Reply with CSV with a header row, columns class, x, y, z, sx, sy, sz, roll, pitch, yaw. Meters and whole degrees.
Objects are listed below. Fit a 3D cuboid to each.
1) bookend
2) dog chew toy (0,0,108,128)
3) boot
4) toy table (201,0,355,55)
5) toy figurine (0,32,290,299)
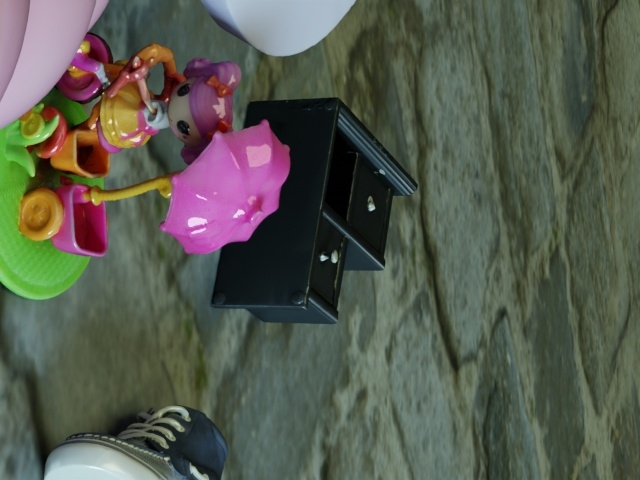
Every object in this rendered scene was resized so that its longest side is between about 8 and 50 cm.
class,x,y,z,sx,sy,sz,roll,pitch,yaw
bookend,0.000,0.000,1.236,0.156,0.072,0.157,43,52,-56
dog chew toy,-0.190,-0.121,0.723,0.332,0.207,0.206,-40,125,-68
boot,-0.108,0.132,1.030,0.190,0.069,0.086,59,31,-59
toy table,-0.058,-0.246,0.945,0.252,0.161,0.274,-36,150,-39
toy figurine,-0.092,-0.054,0.948,0.130,0.159,0.173,18,73,-63
